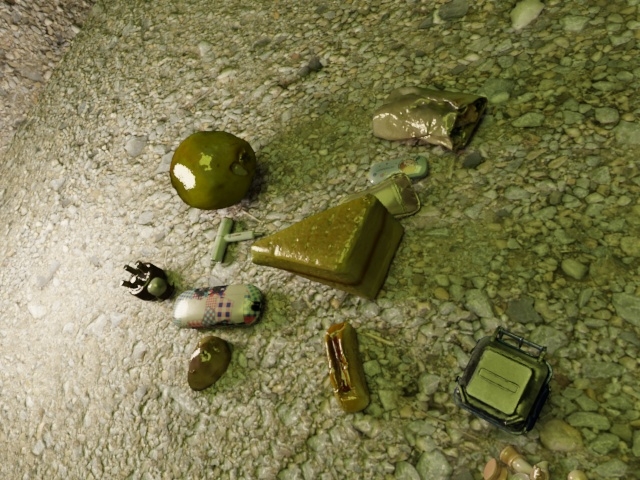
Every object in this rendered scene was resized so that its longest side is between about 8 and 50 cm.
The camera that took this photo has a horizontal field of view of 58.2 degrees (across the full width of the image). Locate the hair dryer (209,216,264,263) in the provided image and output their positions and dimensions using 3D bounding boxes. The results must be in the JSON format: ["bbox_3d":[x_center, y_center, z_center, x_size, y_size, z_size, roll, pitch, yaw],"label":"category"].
[{"bbox_3d":[-0.265,0.003,1.871,0.183,0.044,0.155,4,71,29],"label":"hair dryer"}]

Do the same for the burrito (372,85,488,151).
[{"bbox_3d":[0.294,-0.372,1.677,0.332,0.135,0.190,20,85,39],"label":"burrito"}]

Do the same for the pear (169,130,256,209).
[{"bbox_3d":[-0.359,-0.234,1.911,0.321,0.269,0.269,-25,55,33],"label":"pear"}]

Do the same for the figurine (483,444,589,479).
[{"bbox_3d":[0.456,0.525,1.135,0.276,0.133,0.200,38,101,42],"label":"figurine"}]

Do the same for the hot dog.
[{"bbox_3d":[0.061,0.324,1.498,0.084,0.073,0.242,-25,56,23],"label":"hot dog"}]

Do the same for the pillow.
[{"bbox_3d":[0.163,-0.102,1.642,0.232,0.038,0.131,-22,80,8],"label":"pillow"}]

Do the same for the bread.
[{"bbox_3d":[0.000,0.000,1.595,0.361,0.233,0.245,12,73,35],"label":"bread"}]

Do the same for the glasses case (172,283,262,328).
[{"bbox_3d":[-0.323,0.207,1.777,0.327,0.076,0.125,-8,61,27],"label":"glasses case"}]

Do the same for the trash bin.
[{"bbox_3d":[0.400,0.306,1.207,0.162,0.234,0.184,24,80,35],"label":"trash bin"}]

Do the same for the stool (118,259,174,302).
[{"bbox_3d":[-0.584,0.141,1.938,0.217,0.121,0.125,20,76,41],"label":"stool"}]

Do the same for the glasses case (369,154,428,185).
[{"bbox_3d":[0.227,-0.203,1.680,0.178,0.045,0.067,-9,69,26],"label":"glasses case"}]

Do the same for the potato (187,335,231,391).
[{"bbox_3d":[-0.338,0.363,1.699,0.100,0.089,0.172,10,70,31],"label":"potato"}]
